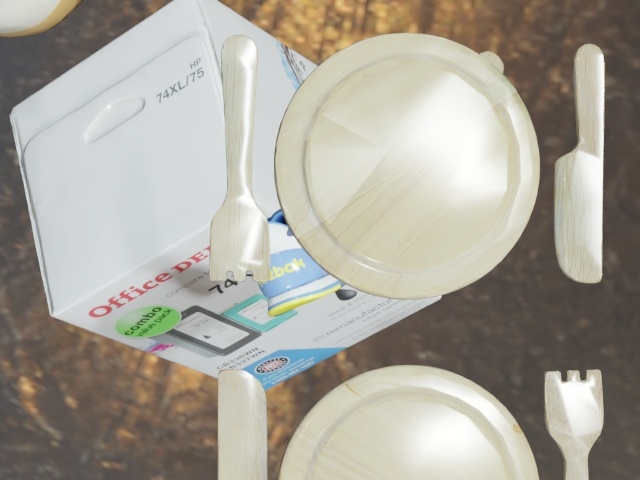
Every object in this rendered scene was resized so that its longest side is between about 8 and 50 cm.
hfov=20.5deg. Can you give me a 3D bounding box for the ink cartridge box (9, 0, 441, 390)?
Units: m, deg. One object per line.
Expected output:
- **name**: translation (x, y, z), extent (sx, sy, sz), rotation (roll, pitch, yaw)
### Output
- **ink cartridge box**: translation (-0.073, -0.030, 1.409), extent (0.270, 0.198, 0.197), rotation (26, 41, -51)

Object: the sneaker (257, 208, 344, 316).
- **sneaker**: translation (0.000, 0.000, 1.109), extent (0.059, 0.053, 0.144), rotation (62, 25, -2)

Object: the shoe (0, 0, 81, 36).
- **shoe**: translation (-0.107, -0.144, 0.373), extent (0.058, 0.076, 0.219), rotation (-35, 110, -54)

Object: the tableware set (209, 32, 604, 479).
- **tableware set**: translation (0.026, 0.030, 0.586), extent (0.128, 0.039, 0.194), rotation (1, 87, -7)
